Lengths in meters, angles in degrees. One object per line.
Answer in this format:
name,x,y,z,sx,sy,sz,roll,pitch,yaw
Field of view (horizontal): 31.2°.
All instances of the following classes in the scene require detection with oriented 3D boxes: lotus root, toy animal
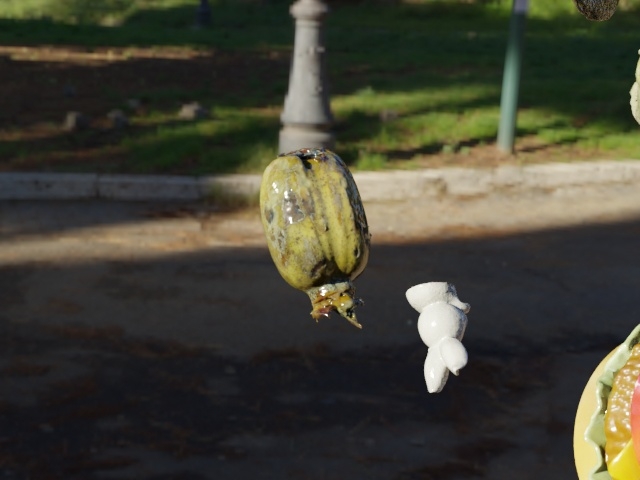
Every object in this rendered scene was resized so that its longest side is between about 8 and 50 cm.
lotus root,-0.001,0.001,1.615,0.154,0.278,0.154,-16,-10,-3
toy animal,0.248,0.196,2.269,0.104,0.220,0.131,-27,-32,29

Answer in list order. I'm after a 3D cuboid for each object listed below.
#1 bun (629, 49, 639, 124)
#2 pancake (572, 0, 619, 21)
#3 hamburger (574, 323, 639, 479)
bun,0.566,-0.271,1.779,0.141,0.239,0.239,13,14,-7
pancake,0.435,-0.445,1.826,0.021,0.199,0.199,4,12,42
hamburger,0.407,0.195,1.114,0.275,0.274,0.212,-4,-7,-25
